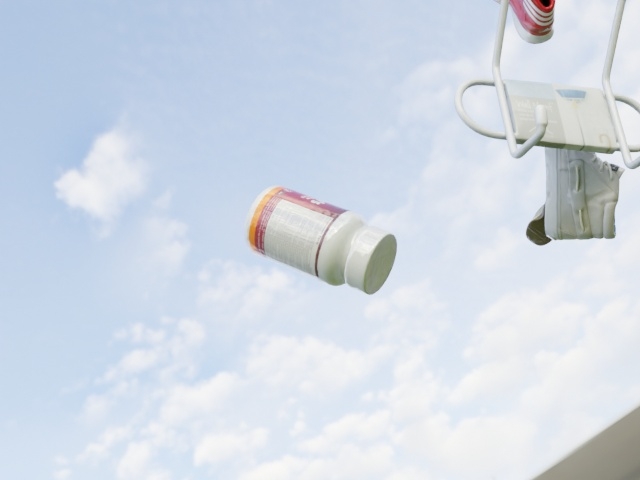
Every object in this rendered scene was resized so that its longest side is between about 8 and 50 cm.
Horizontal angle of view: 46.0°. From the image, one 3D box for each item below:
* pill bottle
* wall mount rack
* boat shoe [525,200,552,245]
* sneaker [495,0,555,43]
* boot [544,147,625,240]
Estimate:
[{"bbox_3d":[0.000,0.000,1.175,0.121,0.221,0.121,-41,-38,-43],"label":"pill bottle"},{"bbox_3d":[0.381,-0.262,1.150,0.350,0.303,0.130,3,-26,-15],"label":"wall mount rack"},{"bbox_3d":[0.433,-0.046,1.414,0.048,0.056,0.153,-43,-23,-31],"label":"boat shoe"},{"bbox_3d":[0.356,-0.468,1.332,0.087,0.221,0.128,-27,-23,-8],"label":"sneaker"},{"bbox_3d":[0.444,-0.126,1.259,0.095,0.124,0.258,-27,-64,-61],"label":"boot"}]
